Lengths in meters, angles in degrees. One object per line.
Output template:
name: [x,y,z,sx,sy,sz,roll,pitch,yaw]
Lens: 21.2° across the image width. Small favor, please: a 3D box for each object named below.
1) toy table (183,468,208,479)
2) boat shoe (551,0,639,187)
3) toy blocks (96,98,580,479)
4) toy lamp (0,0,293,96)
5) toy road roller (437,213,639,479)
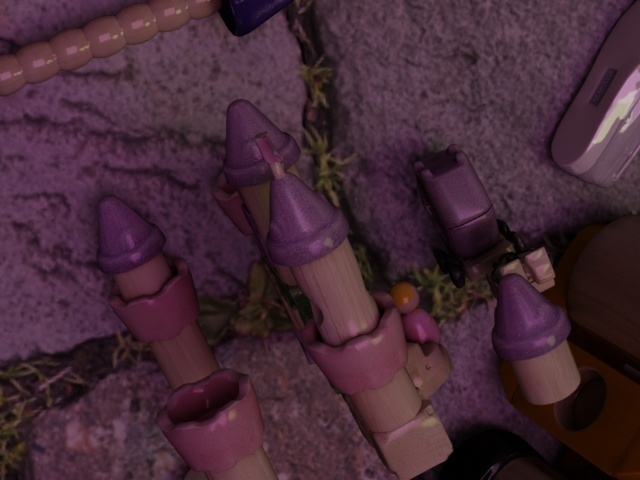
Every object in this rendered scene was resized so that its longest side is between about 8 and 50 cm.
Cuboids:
toy table: [-0.063,0.302,1.285,0.161,0.274,0.252,-46,69,-5]
boat shoe: [0.258,-0.124,1.364,0.063,0.066,0.184,29,91,-34]
toy blocks: [0.000,0.000,1.193,0.309,0.288,0.260,-27,114,-6]
toy lamp: [-0.139,-0.155,1.230,0.274,0.080,0.080,-23,108,-11]
toy road roller: [0.273,0.168,1.370,0.240,0.202,0.329,24,96,-35]
